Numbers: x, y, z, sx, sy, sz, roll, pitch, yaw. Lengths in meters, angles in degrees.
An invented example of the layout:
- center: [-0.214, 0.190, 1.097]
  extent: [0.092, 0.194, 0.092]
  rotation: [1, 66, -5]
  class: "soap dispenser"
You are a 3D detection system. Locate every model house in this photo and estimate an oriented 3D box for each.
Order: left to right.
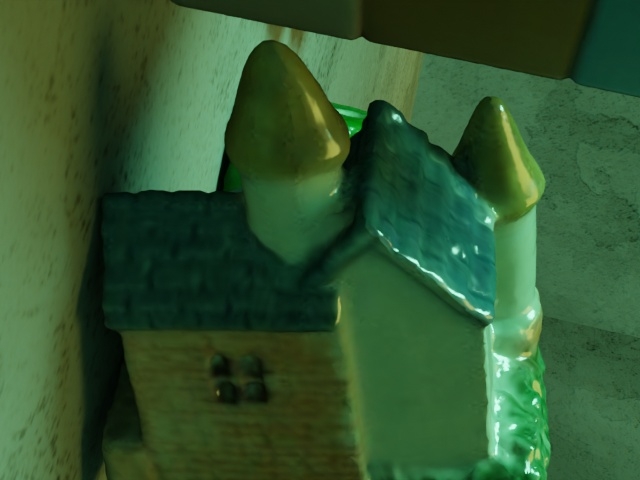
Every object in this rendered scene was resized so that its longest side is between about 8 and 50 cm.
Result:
- center: [0.000, 0.000, 0.722]
  extent: [0.194, 0.267, 0.325]
  rotation: [-80, 166, -46]
  class: "model house"

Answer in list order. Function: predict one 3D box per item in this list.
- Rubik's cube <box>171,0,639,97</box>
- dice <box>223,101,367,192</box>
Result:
- center: [0.114, -0.307, 0.580]
  extent: [0.344, 0.346, 0.347]
  rotation: [93, 12, -63]
  class: "Rubik's cube"
- center: [-0.012, -0.049, 1.024]
  extent: [0.131, 0.120, 0.128]
  rotation: [-58, 159, -77]
  class: "dice"
